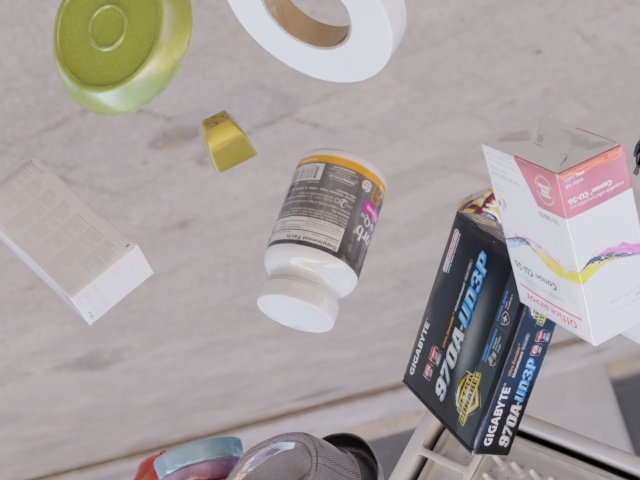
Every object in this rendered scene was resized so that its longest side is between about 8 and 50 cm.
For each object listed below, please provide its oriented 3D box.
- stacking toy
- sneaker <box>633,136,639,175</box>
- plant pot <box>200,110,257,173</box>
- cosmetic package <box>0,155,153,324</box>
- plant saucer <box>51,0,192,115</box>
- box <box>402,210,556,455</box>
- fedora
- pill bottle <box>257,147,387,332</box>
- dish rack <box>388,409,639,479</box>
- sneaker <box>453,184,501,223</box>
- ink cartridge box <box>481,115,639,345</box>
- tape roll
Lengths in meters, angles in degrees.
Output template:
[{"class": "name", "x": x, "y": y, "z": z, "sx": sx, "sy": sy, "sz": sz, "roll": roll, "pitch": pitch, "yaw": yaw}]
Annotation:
[{"class": "stacking toy", "x": -0.262, "y": 0.362, "z": 1.751, "sx": 0.280, "sy": 0.130, "sz": 0.309, "roll": -5, "pitch": 158, "yaw": -32}, {"class": "sneaker", "x": 0.387, "y": -0.098, "z": 1.396, "sx": 0.069, "sy": 0.038, "sz": 0.098, "roll": -52, "pitch": 138, "yaw": -13}, {"class": "plant pot", "x": -0.176, "y": -0.187, "z": 2.189, "sx": 0.081, "sy": 0.081, "sz": 0.083, "roll": -27, "pitch": 124, "yaw": -3}, {"class": "cosmetic package", "x": -0.307, "y": -0.004, "z": 1.423, "sx": 0.099, "sy": 0.239, "sz": 0.060, "roll": -42, "pitch": 140, "yaw": -15}, {"class": "plant saucer", "x": -0.291, "y": -0.297, "z": 1.693, "sx": 0.241, "sy": 0.241, "sz": 0.037, "roll": -22, "pitch": 164, "yaw": 23}, {"class": "box", "x": 0.178, "y": 0.100, "z": 1.323, "sx": 0.051, "sy": 0.220, "sz": 0.175, "roll": 8, "pitch": -162, "yaw": -27}, {"class": "fedora", "x": -0.050, "y": 0.346, "z": 1.571, "sx": 0.275, "sy": 0.243, "sz": 0.124, "roll": -30, "pitch": 125, "yaw": 35}, {"class": "pill bottle", "x": 0.000, "y": 0.000, "z": 1.982, "sx": 0.162, "sy": 0.278, "sz": 0.162, "roll": 15, "pitch": 156, "yaw": 7}, {"class": "dish rack", "x": 0.213, "y": 0.339, "z": 1.304, "sx": 0.333, "sy": 0.285, "sz": 0.072, "roll": 17, "pitch": 158, "yaw": 39}, {"class": "sneaker", "x": 0.290, "y": -0.059, "z": 1.962, "sx": 0.069, "sy": 0.084, "sz": 0.185, "roll": 35, "pitch": 130, "yaw": -15}, {"class": "ink cartridge box", "x": 0.209, "y": 0.007, "z": 0.995, "sx": 0.067, "sy": 0.198, "sz": 0.115, "roll": -26, "pitch": -155, "yaw": -15}, {"class": "tape roll", "x": -0.016, "y": -0.477, "z": 2.372, "sx": 0.072, "sy": 0.392, "sz": 0.392, "roll": -57, "pitch": -174, "yaw": -29}]
